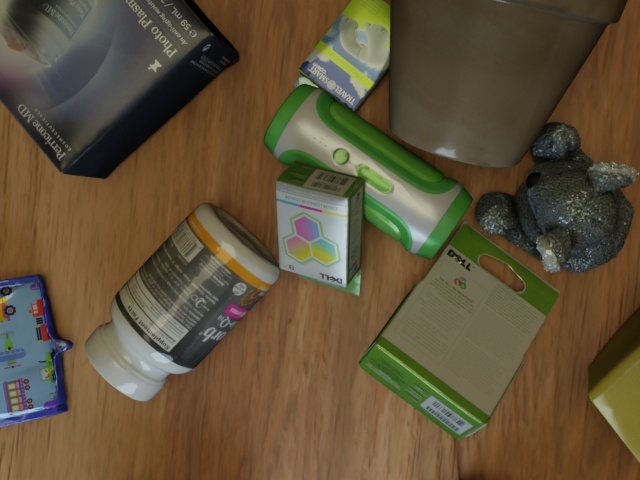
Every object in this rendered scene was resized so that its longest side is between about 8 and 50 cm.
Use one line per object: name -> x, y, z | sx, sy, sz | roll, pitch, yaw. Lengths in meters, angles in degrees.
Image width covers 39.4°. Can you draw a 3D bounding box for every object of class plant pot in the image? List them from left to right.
plant pot -> 0.220, -0.258, 1.201 | 0.323, 0.323, 0.280 | 16, 109, 6
plant pot -> 0.486, 0.199, 1.223 | 0.187, 0.212, 0.212 | -39, 87, 18

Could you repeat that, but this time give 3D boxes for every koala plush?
koala plush -> 0.343, -0.043, 1.214 | 0.203, 0.221, 0.196 | 40, 95, 4

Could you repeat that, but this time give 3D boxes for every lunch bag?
lunch bag -> -0.534, 0.181, 1.379 | 0.293, 0.138, 0.221 | -10, 88, -2

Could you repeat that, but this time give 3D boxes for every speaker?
speaker -> 0.067, -0.100, 1.290 | 0.296, 0.131, 0.131 | 35, 95, 5

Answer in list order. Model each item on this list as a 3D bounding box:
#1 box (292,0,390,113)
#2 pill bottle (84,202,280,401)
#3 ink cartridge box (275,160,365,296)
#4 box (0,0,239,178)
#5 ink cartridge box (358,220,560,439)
box -> 0.050, -0.274, 1.331 | 0.109, 0.042, 0.178 | 38, 95, 4
pill bottle -> -0.204, 0.093, 1.312 | 0.162, 0.162, 0.278 | 44, 96, 4
ink cartridge box -> 0.000, 0.000, 1.271 | 0.109, 0.062, 0.209 | 16, 129, 20
box -> -0.334, -0.294, 1.306 | 0.294, 0.183, 0.296 | -42, 87, 7
ink cartridge box -> 0.208, 0.129, 1.308 | 0.188, 0.097, 0.255 | 37, 61, 4
